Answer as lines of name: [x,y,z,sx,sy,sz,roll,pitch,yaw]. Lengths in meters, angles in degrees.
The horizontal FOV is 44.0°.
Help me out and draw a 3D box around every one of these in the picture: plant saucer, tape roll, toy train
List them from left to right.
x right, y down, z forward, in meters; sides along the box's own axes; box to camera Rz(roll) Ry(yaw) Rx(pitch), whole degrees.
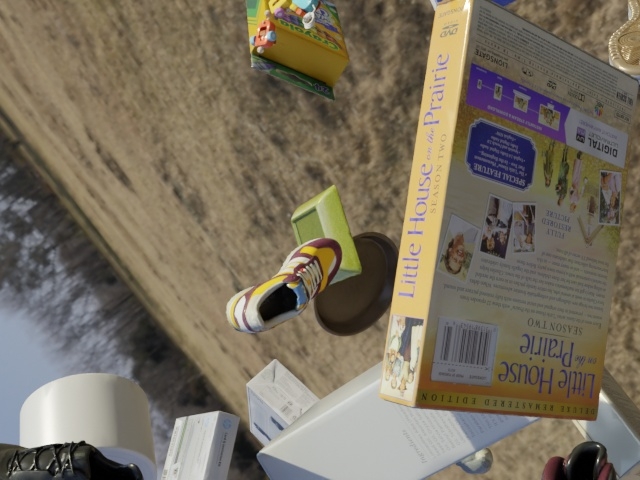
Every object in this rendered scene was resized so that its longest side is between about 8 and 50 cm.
tape roll: [-0.441,0.392,1.503,0.246,0.246,0.169,67,-179,-46]
toy train: [-0.057,-0.417,1.497,0.166,0.125,0.046,-6,163,41]
plant saucer: [0.000,0.000,1.652,0.188,0.045,0.188,-27,79,62]
plant saucer: [0.085,0.104,1.957,0.041,0.278,0.277,30,155,48]

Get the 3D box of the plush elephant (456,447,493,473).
plush elephant: [0.271,0.282,1.665,0.272,0.255,0.330,22,-152,-8]

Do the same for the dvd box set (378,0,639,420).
dvd box set: [0.223,-0.018,0.880,0.308,0.420,0.062,12,174,-36]

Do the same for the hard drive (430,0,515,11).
hard drive: [0.376,-0.616,1.724,0.210,0.319,0.040,63,180,-8]

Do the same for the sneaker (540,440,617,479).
sneaker: [0.292,0.265,0.795,0.106,0.281,0.162,-2,99,33]

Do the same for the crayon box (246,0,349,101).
crayon box: [-0.052,-0.457,1.748,0.203,0.083,0.323,18,-142,-23]

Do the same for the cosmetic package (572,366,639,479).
cosmetic package: [0.709,0.438,1.948,0.160,0.113,0.309,21,-153,-38]

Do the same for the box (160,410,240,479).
box: [-0.184,0.329,1.160,0.038,0.145,0.186,20,156,-22]

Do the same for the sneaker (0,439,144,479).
sneaker: [-0.399,0.343,1.181,0.109,0.286,0.130,-97,30,-47]

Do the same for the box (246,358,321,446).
box: [-0.076,0.403,1.774,0.169,0.087,0.290,39,152,22]

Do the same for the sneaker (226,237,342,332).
sneaker: [-0.028,0.058,1.000,0.084,0.185,0.069,-3,121,58]

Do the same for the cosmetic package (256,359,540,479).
cosmetic package: [0.145,0.261,1.237,0.161,0.453,0.230,55,-154,5]

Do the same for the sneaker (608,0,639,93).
sneaker: [0.476,-0.249,1.143,0.099,0.282,0.153,5,128,25]
